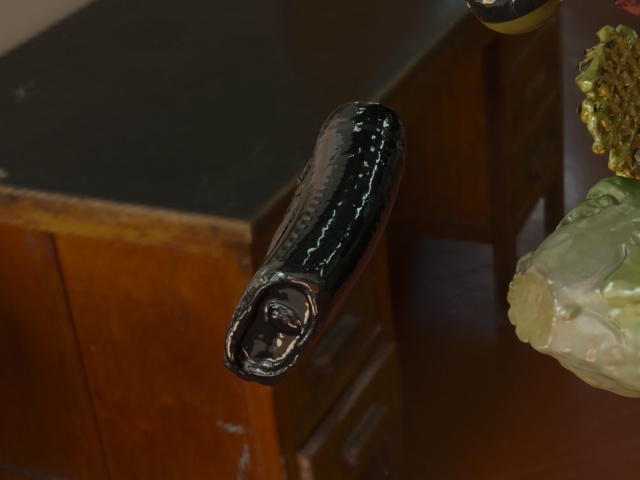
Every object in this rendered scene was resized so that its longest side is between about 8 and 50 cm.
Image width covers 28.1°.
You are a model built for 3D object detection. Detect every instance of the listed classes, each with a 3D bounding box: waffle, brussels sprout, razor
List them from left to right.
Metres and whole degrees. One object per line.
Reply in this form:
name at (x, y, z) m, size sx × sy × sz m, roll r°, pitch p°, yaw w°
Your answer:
razor at (0.002, 0.000, 1.440) m, size 0.113 × 0.204 × 0.349 m, roll 27°, pitch 44°, yaw -3°
waffle at (0.483, -0.219, 2.032) m, size 0.060 × 0.262 × 0.280 m, roll -17°, pitch -16°, yaw 38°
brussels sprout at (0.401, 0.059, 1.592) m, size 0.273 × 0.243 × 0.316 m, roll 40°, pitch 53°, yaw 22°

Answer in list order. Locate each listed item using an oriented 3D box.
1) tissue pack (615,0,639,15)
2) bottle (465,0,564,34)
tissue pack at (0.534, -0.457, 1.856) m, size 0.123 × 0.245 × 0.332 m, roll 31°, pitch 2°, yaw 0°
bottle at (0.216, -0.428, 1.712) m, size 0.171 × 0.351 × 0.172 m, roll -22°, pitch 37°, yaw 17°
